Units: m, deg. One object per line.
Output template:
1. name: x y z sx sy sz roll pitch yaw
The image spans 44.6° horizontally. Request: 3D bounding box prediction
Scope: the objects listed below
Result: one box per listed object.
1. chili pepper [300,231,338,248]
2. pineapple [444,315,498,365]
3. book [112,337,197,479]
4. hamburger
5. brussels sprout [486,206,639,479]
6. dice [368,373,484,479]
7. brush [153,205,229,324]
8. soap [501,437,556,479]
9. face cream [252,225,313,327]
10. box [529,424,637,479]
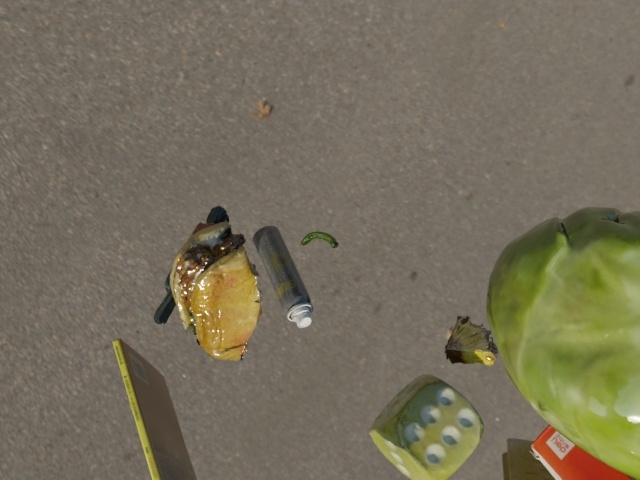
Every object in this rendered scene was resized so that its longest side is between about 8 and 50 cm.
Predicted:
1. chili pepper: -0.001 0.000 1.313 0.017 0.083 0.030 40 71 -43
2. pineapple: 0.317 0.222 1.658 0.116 0.137 0.069 -28 117 -9
3. book: -0.337 0.411 1.659 0.028 0.374 0.262 -24 150 -2
4. hamburger: -0.218 0.109 1.641 0.245 0.155 0.282 29 103 -37
5. brussels sprout: 0.317 0.094 0.764 0.328 0.328 0.247 6 115 -36
6. dice: 0.216 0.387 1.594 0.166 0.169 0.169 44 69 2
7. brush: -0.291 0.057 1.796 0.070 0.051 0.323 55 52 -45
8. soap: 0.467 0.531 1.668 0.140 0.232 0.073 8 116 6
9. face cream: -0.088 0.089 1.899 0.073 0.283 0.073 -18 145 -13
10. box: 0.424 0.344 1.161 0.133 0.182 0.099 6 124 -47
